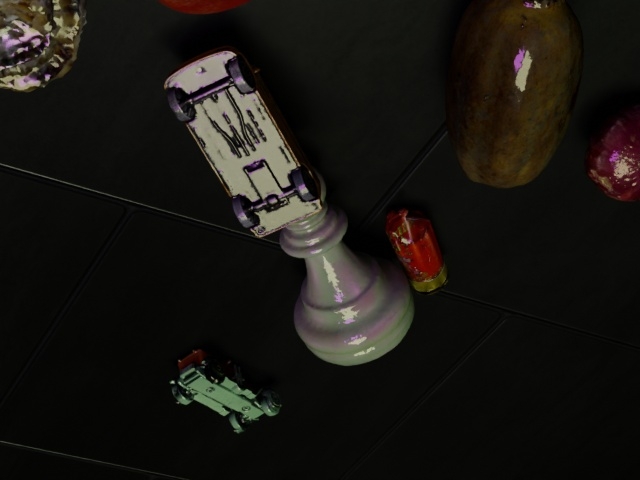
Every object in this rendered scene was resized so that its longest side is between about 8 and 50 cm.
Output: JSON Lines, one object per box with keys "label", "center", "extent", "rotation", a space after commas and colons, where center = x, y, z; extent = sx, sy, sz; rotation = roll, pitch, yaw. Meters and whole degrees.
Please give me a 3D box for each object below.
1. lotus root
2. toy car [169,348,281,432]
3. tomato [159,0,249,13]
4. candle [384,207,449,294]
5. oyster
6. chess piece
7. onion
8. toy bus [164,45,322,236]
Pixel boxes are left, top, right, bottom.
{"label": "lotus root", "center": [0.184, -0.151, 1.470], "extent": [0.123, 0.124, 0.241], "rotation": [-28, 143, -23]}
{"label": "toy car", "center": [-0.117, 0.187, 1.891], "extent": [0.073, 0.054, 0.143], "rotation": [-34, 134, 27]}
{"label": "tomato", "center": [-0.101, -0.253, 1.354], "extent": [0.155, 0.069, 0.156], "rotation": [-3, 141, -3]}
{"label": "candle", "center": [0.107, 0.006, 1.706], "extent": [0.052, 0.052, 0.131], "rotation": [-15, 141, 10]}
{"label": "oyster", "center": [-0.351, -0.251, 1.284], "extent": [0.351, 0.158, 0.162], "rotation": [29, 87, -25]}
{"label": "chess piece", "center": [0.000, 0.000, 1.648], "extent": [0.139, 0.139, 0.272], "rotation": [-17, 127, 12]}
{"label": "onion", "center": [0.330, -0.091, 1.589], "extent": [0.107, 0.097, 0.107], "rotation": [-16, 126, -24]}
{"label": "toy bus", "center": [-0.073, -0.105, 1.494], "extent": [0.083, 0.088, 0.194], "rotation": [-23, 115, 16]}
